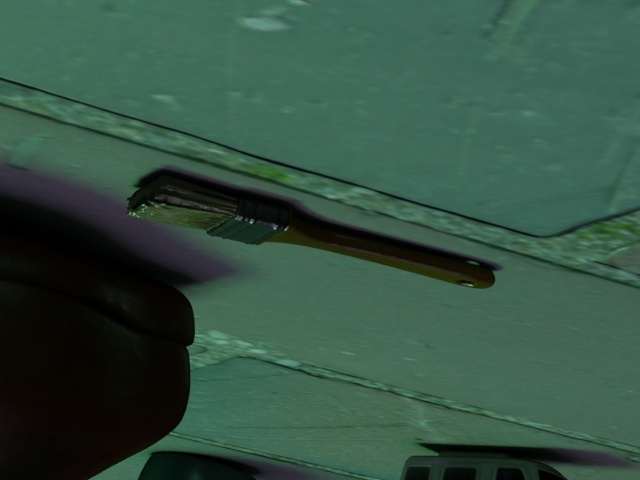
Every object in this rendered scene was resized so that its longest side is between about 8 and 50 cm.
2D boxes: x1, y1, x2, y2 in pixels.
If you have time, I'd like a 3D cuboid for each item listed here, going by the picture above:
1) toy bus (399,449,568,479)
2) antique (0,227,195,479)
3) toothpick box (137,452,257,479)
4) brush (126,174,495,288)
[{"bbox_3d":[0.112,0.180,1.326,0.123,0.075,0.060,-3,162,35],"label":"toy bus"},{"bbox_3d":[-0.204,0.056,0.958,0.278,0.129,0.223,15,162,-29],"label":"antique"},{"bbox_3d":[-0.113,0.264,1.565,0.120,0.184,0.120,12,161,4],"label":"toothpick box"},{"bbox_3d":[0.000,0.000,0.854,0.169,0.014,0.043,14,166,-20],"label":"brush"}]
